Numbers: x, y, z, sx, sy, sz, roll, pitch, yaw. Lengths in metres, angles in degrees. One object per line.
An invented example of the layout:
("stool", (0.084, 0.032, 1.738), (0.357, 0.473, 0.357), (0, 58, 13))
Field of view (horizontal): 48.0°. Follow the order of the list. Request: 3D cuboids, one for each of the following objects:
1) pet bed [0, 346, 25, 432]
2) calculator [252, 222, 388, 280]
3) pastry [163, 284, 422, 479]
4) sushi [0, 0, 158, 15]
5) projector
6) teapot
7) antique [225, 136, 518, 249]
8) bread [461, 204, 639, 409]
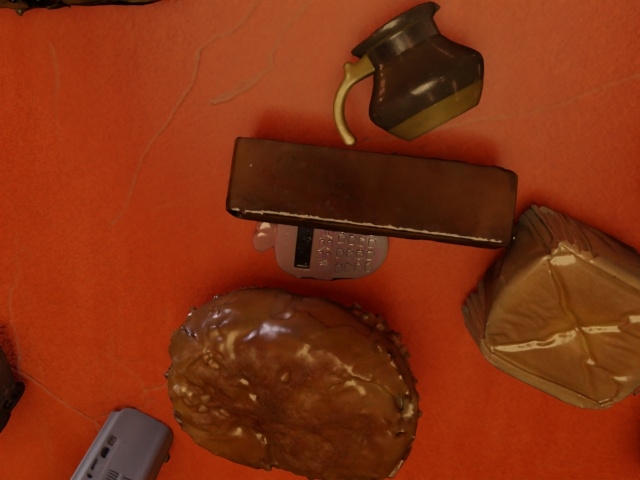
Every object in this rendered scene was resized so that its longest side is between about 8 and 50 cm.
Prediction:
("pet bed", (-0.501, 0.227, 0.916), (0.183, 0.211, 0.159), (-1, 121, 5))
("calculator", (0.000, 0.000, 0.877), (0.166, 0.024, 0.103), (7, 112, 0))
("pastry", (-0.028, 0.169, 0.872), (0.311, 0.162, 0.255), (9, 123, 13))
("sushi", (-0.299, -0.301, 0.734), (0.291, 0.131, 0.139), (1, 113, 14))
("projector", (-0.307, 0.380, 0.962), (0.108, 0.198, 0.250), (31, 111, -6))
("teapot", (0.085, -0.165, 0.750), (0.166, 0.130, 0.119), (-28, 92, 9))
("antique", (0.057, -0.049, 0.801), (0.310, 0.093, 0.087), (7, 86, 2))
("bread", (0.289, 0.080, 0.836), (0.210, 0.109, 0.192), (24, 118, -4))
